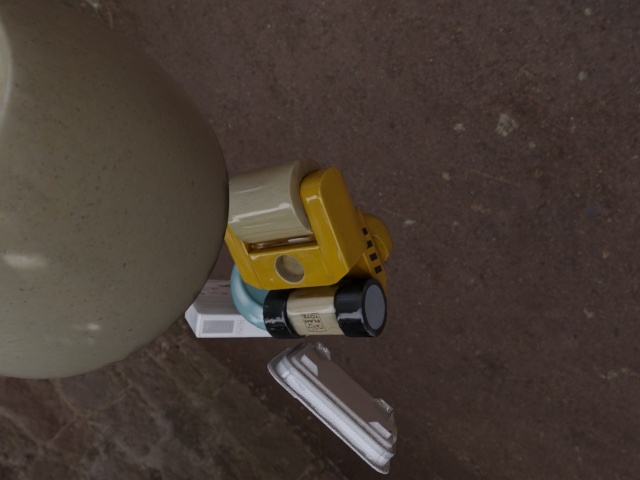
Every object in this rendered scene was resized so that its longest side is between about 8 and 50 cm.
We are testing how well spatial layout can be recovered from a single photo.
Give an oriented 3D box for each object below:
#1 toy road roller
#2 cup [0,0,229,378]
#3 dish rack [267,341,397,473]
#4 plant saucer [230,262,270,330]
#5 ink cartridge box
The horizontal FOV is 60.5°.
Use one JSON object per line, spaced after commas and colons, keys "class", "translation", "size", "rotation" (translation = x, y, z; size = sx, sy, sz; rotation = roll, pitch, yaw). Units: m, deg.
{"class": "toy road roller", "translation": [0.000, 0.000, 0.930], "size": [0.202, 0.240, 0.330], "rotation": [-8, 117, 32]}
{"class": "cup", "translation": [-0.255, -0.062, 0.420], "size": [0.331, 0.331, 0.237], "rotation": [43, 171, 10]}
{"class": "dish rack", "translation": [0.048, 0.346, 1.232], "size": [0.333, 0.072, 0.285], "rotation": [41, -176, 8]}
{"class": "plant saucer", "translation": [-0.067, 0.069, 1.305], "size": [0.317, 0.317, 0.044], "rotation": [31, 155, 29]}
{"class": "ink cartridge box", "translation": [-0.206, 0.176, 1.447], "size": [0.261, 0.296, 0.066], "rotation": [31, 113, 61]}
